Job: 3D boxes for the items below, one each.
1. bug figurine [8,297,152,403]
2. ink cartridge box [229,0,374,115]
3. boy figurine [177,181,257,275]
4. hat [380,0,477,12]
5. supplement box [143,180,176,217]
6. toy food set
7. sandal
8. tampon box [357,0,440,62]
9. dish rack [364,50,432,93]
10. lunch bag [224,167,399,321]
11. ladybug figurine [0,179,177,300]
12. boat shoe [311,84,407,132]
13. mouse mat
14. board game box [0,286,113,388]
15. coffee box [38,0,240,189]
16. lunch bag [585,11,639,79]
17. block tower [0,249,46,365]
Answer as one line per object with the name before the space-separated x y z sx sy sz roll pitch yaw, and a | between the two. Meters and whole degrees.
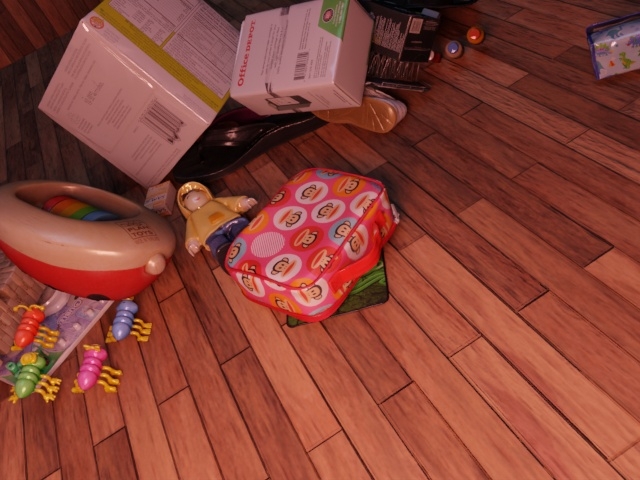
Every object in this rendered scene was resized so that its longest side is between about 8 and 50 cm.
bug figurine | -0.470 0.196 1.186 0.279 0.072 0.216 -6 47 3
ink cartridge box | -0.044 -0.406 1.411 0.289 0.121 0.211 3 79 35
boy figurine | -0.217 -0.043 1.341 0.177 0.092 0.285 -37 43 -8
hat | 0.245 -0.672 1.666 0.331 0.134 0.331 -6 23 3
supplement box | -0.391 -0.097 1.538 0.062 0.036 0.098 -18 40 11
toy food set | 0.265 -0.486 1.502 0.232 0.111 0.104 23 18 11
sandal | -0.176 -0.282 1.565 0.445 0.107 0.167 -27 39 -2
tampon box | 0.167 -0.482 1.449 0.161 0.101 0.120 34 32 33
dish rack | 0.133 -0.419 1.499 0.208 0.074 0.271 -3 30 -27
lunch bag | 0.000 0.000 1.135 0.258 0.120 0.293 14 53 39
ladybug figurine | -0.477 0.000 1.257 0.449 0.162 0.305 21 19 33
boat shoe | 0.073 -0.324 1.476 0.277 0.098 0.096 27 37 25
mouse mat | 0.027 0.079 1.134 0.189 0.007 0.153 -16 40 13
board game box | -0.626 0.123 1.417 0.390 0.050 0.390 8 50 36
coffee box | -0.416 -0.401 1.558 0.337 0.338 0.334 -33 26 44
lunch bag | 0.610 -0.401 1.274 0.128 0.096 0.151 -9 28 24
block tower | -0.666 0.135 1.315 0.091 0.097 0.335 -10 44 20
